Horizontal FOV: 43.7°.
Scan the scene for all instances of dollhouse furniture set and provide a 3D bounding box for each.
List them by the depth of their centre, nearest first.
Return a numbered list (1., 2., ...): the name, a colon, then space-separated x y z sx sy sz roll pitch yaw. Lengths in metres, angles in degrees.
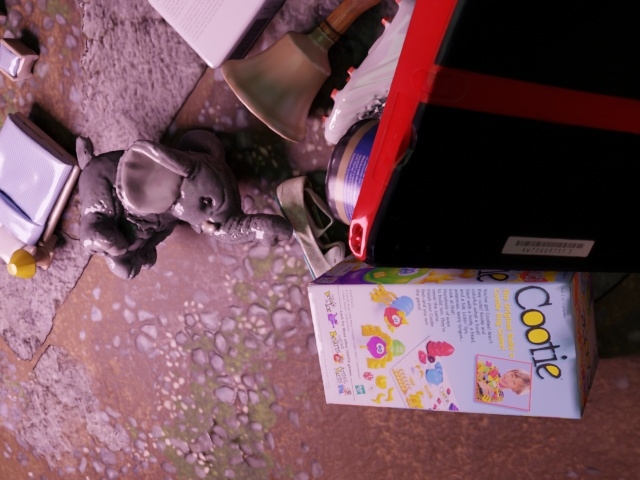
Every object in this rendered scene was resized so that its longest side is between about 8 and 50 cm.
1. dollhouse furniture set: -0.471 -0.122 1.074 0.303 0.198 0.286 41 119 9

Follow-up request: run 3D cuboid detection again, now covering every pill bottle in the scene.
1. pill bottle: 0.124 -0.047 0.825 0.219 0.122 0.123 20 114 33

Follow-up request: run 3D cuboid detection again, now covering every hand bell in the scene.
1. hand bell: 0.018 -0.234 0.868 0.242 0.126 0.126 -43 85 18

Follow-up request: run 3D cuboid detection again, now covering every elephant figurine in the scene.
1. elephant figurine: -0.174 -0.064 0.985 0.239 0.169 0.186 -25 130 25

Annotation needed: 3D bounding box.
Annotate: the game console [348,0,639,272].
1. game console: 0.231 -0.125 0.662 0.060 0.386 0.342 55 135 49

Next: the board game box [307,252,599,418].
1. board game box: 0.147 0.091 0.869 0.275 0.142 0.144 -2 105 27

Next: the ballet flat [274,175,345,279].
1. ballet flat: 0.000 0.000 0.965 0.052 0.057 0.168 -26 94 20

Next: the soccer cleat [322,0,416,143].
1. soccer cleat: 0.073 -0.175 0.868 0.076 0.068 0.196 39 116 7

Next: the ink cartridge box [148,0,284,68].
1. ink cartridge box: -0.115 -0.376 0.900 0.239 0.060 0.275 47 120 7
